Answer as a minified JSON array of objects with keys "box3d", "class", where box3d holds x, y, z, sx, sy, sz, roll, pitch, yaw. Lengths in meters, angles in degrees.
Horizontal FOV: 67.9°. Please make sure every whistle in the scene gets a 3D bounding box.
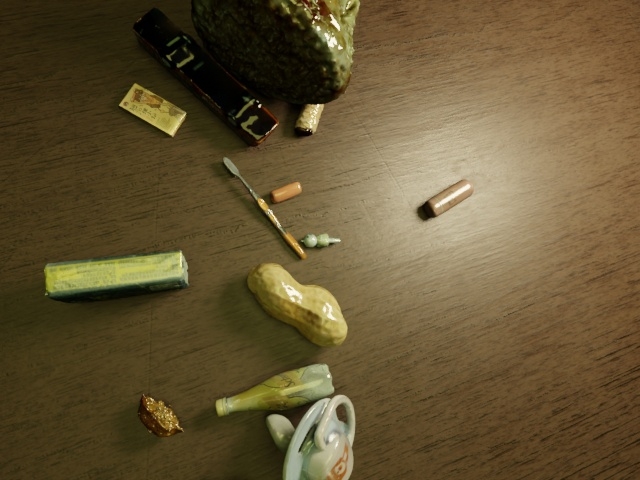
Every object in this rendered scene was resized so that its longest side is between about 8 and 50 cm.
[{"box3d":[0.000,0.000,1.198,0.100,0.035,0.035,-1,81,-14],"class":"whistle"}]

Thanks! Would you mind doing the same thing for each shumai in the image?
[{"box3d":[-0.052,-0.541,1.106,0.395,0.395,0.348,32,74,-6],"class":"shumai"}]

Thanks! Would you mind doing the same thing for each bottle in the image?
[{"box3d":[0.346,-0.114,1.282,0.140,0.053,0.053,-31,88,-15],"class":"bottle"},{"box3d":[-0.105,0.352,1.091,0.270,0.083,0.083,-12,84,-11],"class":"bottle"}]

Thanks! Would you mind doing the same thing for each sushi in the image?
[{"box3d":[-0.351,0.387,1.042,0.118,0.061,0.060,38,101,-11],"class":"sushi"}]

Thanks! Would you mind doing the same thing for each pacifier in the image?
[{"box3d":[-0.033,0.443,1.057,0.207,0.278,0.227,9,51,29],"class":"pacifier"}]

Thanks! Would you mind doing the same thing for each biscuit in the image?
[{"box3d":[-0.010,-0.371,1.244,0.061,0.055,0.219,14,78,15],"class":"biscuit"}]

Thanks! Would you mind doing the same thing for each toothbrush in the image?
[{"box3d":[-0.139,-0.079,1.181,0.023,0.031,0.321,-40,91,-14],"class":"toothbrush"}]

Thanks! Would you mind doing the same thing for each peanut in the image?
[{"box3d":[-0.049,0.146,1.123,0.275,0.111,0.125,35,71,-5],"class":"peanut"}]

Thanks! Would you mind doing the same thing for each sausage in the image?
[{"box3d":[-0.087,-0.122,1.199,0.083,0.034,0.034,-24,87,-16],"class":"sausage"}]

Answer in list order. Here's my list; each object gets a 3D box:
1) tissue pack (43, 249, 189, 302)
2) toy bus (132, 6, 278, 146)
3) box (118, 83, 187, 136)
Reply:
[{"box3d":[-0.419,0.080,1.014,0.257,0.185,0.081,-6,81,-13],"class":"tissue pack"},{"box3d":[-0.278,-0.395,1.171,0.409,0.092,0.093,43,77,-3],"class":"toy bus"},{"box3d":[-0.412,-0.321,1.167,0.149,0.020,0.073,29,76,-6],"class":"box"}]
